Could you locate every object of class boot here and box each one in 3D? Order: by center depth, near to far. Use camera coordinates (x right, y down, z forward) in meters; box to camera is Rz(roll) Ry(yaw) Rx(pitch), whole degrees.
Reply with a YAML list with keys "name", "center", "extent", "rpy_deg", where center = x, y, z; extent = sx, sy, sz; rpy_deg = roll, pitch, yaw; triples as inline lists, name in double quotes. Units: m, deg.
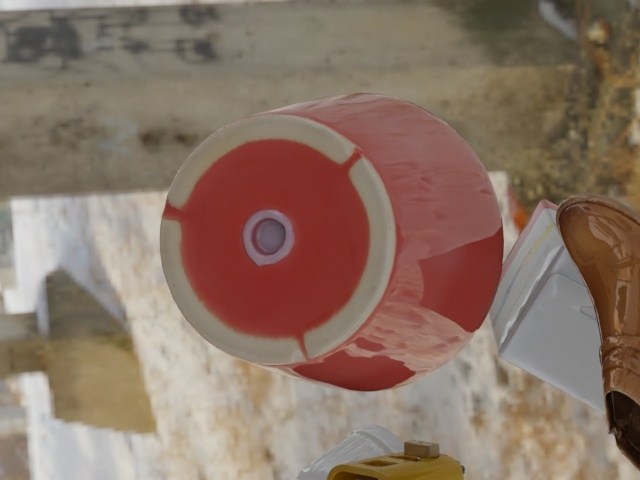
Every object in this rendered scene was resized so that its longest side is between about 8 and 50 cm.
- name: "boot"
  center: [0.233, 0.070, 1.075]
  extent: [0.073, 0.197, 0.152]
  rpy_deg: [-31, 14, 39]

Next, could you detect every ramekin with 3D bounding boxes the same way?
- name: "ramekin"
  center: [0.054, 0.324, 1.595]
  extent: [0.207, 0.109, 0.207]
  rpy_deg: [47, 150, 38]

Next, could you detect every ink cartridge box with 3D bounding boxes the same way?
- name: "ink cartridge box"
  center: [0.246, 0.060, 1.351]
  extent: [0.127, 0.128, 0.176]
  rpy_deg: [-61, 5, 14]

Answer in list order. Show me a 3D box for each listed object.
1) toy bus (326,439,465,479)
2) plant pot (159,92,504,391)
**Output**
- name: "toy bus"
  center: [0.099, 0.258, 1.431]
  extent: [0.202, 0.191, 0.104]
  rpy_deg: [-142, 51, -87]
- name: "plant pot"
  center: [0.000, 0.000, 1.182]
  extent: [0.243, 0.275, 0.275]
  rpy_deg: [2, -96, -71]
